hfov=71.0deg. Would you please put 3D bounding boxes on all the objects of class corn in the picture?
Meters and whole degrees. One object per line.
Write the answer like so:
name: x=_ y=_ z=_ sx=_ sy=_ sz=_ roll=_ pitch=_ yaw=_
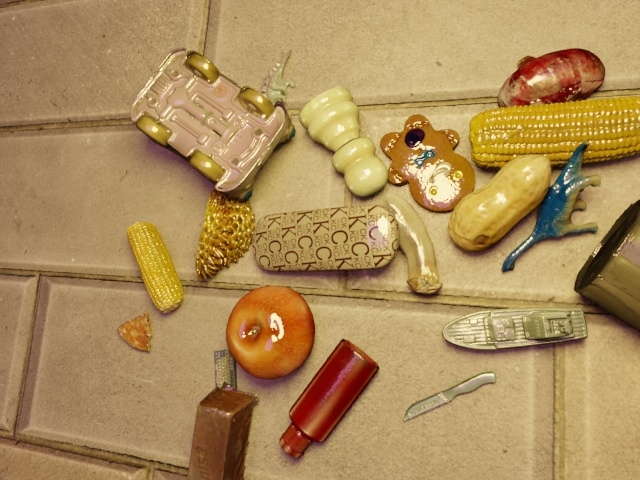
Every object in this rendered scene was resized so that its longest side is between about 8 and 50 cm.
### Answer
corn: x=-0.415 y=0.061 z=1.128 sx=0.081 sy=0.081 sz=0.248 roll=-31 pitch=73 yaw=10
corn: x=0.469 y=-0.207 z=0.871 sx=0.345 sy=0.131 sz=0.131 roll=-2 pitch=81 yaw=16

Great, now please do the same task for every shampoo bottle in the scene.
shampoo bottle: x=0.010 y=0.343 z=0.960 sx=0.102 sy=0.064 sz=0.260 roll=37 pitch=94 yaw=15

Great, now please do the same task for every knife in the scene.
knife: x=0.258 y=0.315 z=0.913 sx=0.210 sy=0.015 sz=0.028 roll=-29 pitch=80 yaw=11

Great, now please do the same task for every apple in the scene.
apple: x=-0.110 y=0.197 z=0.968 sx=0.201 sy=0.162 sz=0.201 roll=-2 pitch=82 yaw=17

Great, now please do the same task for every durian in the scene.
durian: x=-0.241 y=-0.023 z=1.094 sx=0.139 sy=0.145 sz=0.251 roll=4 pitch=88 yaw=55

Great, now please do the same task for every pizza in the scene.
pizza: x=-0.458 y=0.241 z=1.143 sx=0.100 sy=0.029 sz=0.099 roll=-32 pitch=81 yaw=12

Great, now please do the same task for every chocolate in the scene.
chocolate: x=-0.229 y=0.485 z=0.974 sx=0.112 sy=0.112 sz=0.320 roll=9 pitch=88 yaw=16

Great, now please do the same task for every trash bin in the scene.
trash bin: x=0.613 y=0.091 z=0.739 sx=0.302 sy=0.202 sz=0.252 roll=37 pitch=53 yaw=20

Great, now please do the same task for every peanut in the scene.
peanut: x=0.344 y=-0.071 z=0.868 sx=0.120 sy=0.110 sz=0.236 roll=30 pitch=124 yaw=-13

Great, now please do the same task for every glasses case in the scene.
glasses case: x=0.000 y=0.000 z=0.984 sx=0.355 sy=0.085 sz=0.137 roll=-3 pitch=88 yaw=30

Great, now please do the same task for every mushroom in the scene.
mushroom: x=0.192 y=0.009 z=0.951 sx=0.092 sy=0.081 sz=0.223 roll=-25 pitch=76 yaw=-7

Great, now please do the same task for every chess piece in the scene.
chess piece: x=0.065 y=-0.209 z=1.011 sx=0.133 sy=0.133 sz=0.243 roll=-31 pitch=80 yaw=10

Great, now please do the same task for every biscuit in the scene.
biscuit: x=0.238 y=-0.168 z=0.989 sx=0.180 sy=0.039 sz=0.236 roll=-37 pitch=74 yaw=7

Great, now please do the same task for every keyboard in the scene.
keyboard: x=-0.222 y=0.348 z=1.058 sx=0.055 sy=0.014 sz=0.176 roll=-9 pitch=78 yaw=19

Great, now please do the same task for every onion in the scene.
onion: x=0.463 y=-0.333 z=0.912 sx=0.206 sy=0.098 sz=0.151 roll=-28 pitch=76 yaw=12

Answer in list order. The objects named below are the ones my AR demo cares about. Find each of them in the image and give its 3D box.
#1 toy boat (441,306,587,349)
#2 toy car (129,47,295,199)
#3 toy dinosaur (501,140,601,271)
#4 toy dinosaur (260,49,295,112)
toy boat: x=0.368 y=0.169 z=0.865 sx=0.261 sy=0.085 sz=0.078 roll=-8 pitch=80 yaw=16
toy car: x=-0.249 y=-0.266 z=1.079 sx=0.336 sy=0.226 sz=0.242 roll=34 pitch=87 yaw=8
toy dinosaur: x=0.430 y=-0.061 z=0.854 sx=0.188 sy=0.247 sz=0.075 roll=-18 pitch=35 yaw=-3
toy dinosaur: x=-0.108 y=-0.391 z=1.129 sx=0.082 sy=0.039 sz=0.208 roll=12 pitch=84 yaw=20
